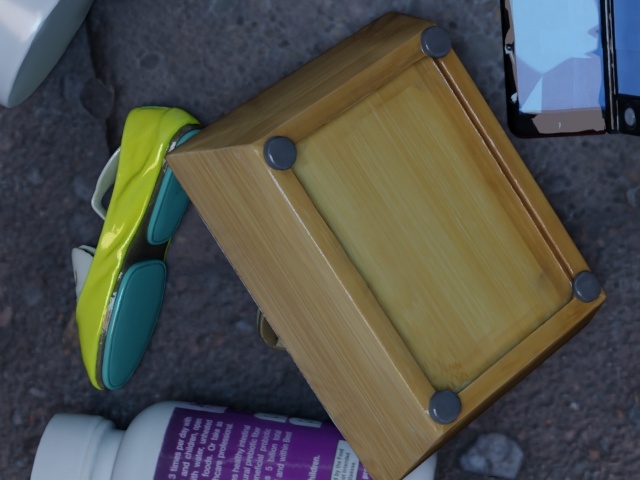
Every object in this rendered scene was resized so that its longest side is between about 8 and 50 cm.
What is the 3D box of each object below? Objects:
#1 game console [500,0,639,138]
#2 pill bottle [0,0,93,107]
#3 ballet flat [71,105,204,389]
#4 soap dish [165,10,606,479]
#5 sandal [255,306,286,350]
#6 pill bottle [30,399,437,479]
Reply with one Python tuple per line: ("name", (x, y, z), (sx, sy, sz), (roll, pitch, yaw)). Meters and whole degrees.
("game console", (0.199, -0.145, 1.270), (0.085, 0.124, 0.144), (-9, 101, -19))
("pill bottle", (-0.315, -0.229, 1.272), (0.283, 0.160, 0.160), (33, 103, 0))
("ballet flat", (-0.155, 0.001, 1.351), (0.077, 0.077, 0.231), (23, 101, 23))
("soap dish", (0.060, -0.002, 1.245), (0.229, 0.118, 0.291), (-35, 95, -28))
("sandal", (0.000, 0.000, 1.334), (0.072, 0.049, 0.180), (28, 92, -24))
("pill bottle", (-0.067, 0.214, 1.325), (0.301, 0.169, 0.169), (8, 102, 5))
